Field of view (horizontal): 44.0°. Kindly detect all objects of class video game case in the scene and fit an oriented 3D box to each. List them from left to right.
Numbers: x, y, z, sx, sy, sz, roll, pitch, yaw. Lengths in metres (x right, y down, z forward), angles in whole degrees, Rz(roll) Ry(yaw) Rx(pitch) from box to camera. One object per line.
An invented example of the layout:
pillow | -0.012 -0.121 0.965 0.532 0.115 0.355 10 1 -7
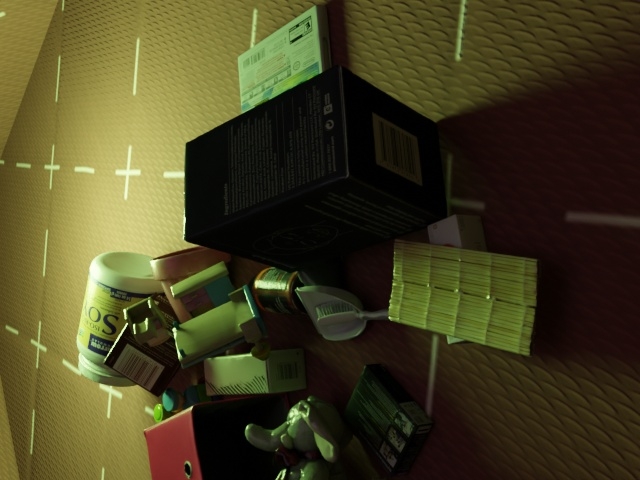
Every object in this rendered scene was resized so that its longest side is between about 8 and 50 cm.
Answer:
video game case | -0.084 -0.345 1.850 0.329 0.036 0.300 -16 75 50

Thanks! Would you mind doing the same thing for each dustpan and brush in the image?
dustpan and brush | 0.063 0.147 1.595 0.211 0.147 0.060 -12 36 21

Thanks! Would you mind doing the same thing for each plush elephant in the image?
plush elephant | -0.036 0.432 1.548 0.272 0.329 0.256 67 -175 -71

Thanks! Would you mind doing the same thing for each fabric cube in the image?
fabric cube | -0.220 0.508 1.795 0.258 0.259 0.254 -33 64 47

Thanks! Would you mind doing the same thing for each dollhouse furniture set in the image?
dollhouse furniture set | -0.252 0.239 1.756 0.198 0.286 0.303 67 174 -31

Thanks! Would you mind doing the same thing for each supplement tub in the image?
supplement tub | -0.558 0.221 2.256 0.241 0.241 0.331 32 113 48
supplement tub | -0.081 0.110 1.763 0.197 0.106 0.106 -1 87 52

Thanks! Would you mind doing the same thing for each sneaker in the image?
sneaker | 0.000 0.000 1.672 0.106 0.101 0.267 -36 61 42

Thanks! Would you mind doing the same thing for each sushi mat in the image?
sushi mat | 0.231 0.088 1.324 0.316 0.019 0.152 9 94 50

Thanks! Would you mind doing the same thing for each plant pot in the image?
plant pot | -0.312 0.110 2.005 0.201 0.201 0.180 -7 99 52

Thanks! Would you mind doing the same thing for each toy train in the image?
toy train | -0.376 0.455 2.088 0.248 0.143 0.105 -47 53 39

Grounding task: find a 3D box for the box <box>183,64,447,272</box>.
box | -0.015 -0.110 1.466 0.395 0.293 0.212 -19 65 36

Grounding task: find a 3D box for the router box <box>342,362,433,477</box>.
router box | 0.126 0.345 1.533 0.179 0.046 0.133 46 123 43

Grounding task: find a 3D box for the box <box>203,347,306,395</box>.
box | -0.156 0.308 1.845 0.275 0.113 0.094 -17 76 52

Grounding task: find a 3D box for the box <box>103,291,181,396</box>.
box | -0.421 0.263 2.041 0.167 0.168 0.203 -58 3 10

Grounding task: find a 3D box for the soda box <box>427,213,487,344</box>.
soda box | 0.250 0.067 1.374 0.074 0.069 0.216 -24 69 49
